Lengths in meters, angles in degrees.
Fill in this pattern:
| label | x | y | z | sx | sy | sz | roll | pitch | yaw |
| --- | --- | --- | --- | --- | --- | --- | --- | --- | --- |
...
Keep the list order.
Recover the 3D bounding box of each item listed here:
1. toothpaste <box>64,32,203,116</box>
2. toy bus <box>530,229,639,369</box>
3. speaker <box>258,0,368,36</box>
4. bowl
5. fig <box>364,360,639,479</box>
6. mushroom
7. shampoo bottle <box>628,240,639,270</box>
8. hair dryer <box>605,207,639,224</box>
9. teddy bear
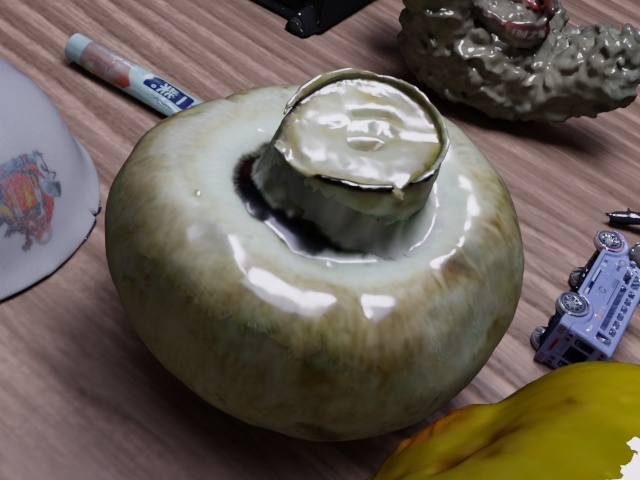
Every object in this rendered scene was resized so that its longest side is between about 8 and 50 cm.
| label | x | y | z | sx | sy | sz | roll | pitch | yaw |
| --- | --- | --- | --- | --- | --- | --- | --- | --- | --- |
| toothpaste | -0.215 | -0.188 | 0.977 | 0.205 | 0.036 | 0.056 | 30 | 46 | 10 |
| toy bus | 0.281 | 0.065 | 0.828 | 0.076 | 0.073 | 0.167 | 33 | 49 | 14 |
| speaker | -0.020 | -0.454 | 1.197 | 0.232 | 0.184 | 0.254 | 31 | 49 | 16 |
| bowl | -0.381 | -0.102 | 0.753 | 0.345 | 0.157 | 0.345 | 8 | 43 | -7 |
| fig | 0.140 | 0.249 | 0.423 | 0.343 | 0.343 | 0.343 | 8 | 44 | -8 |
| mushroom | 0.000 | 0.000 | 0.680 | 0.352 | 0.260 | 0.352 | 8 | 49 | -9 |
| shampoo bottle | 0.396 | 0.067 | 0.880 | 0.080 | 0.040 | 0.165 | -14 | 50 | -26 |
| hair dryer | 0.502 | 0.039 | 0.928 | 0.359 | 0.120 | 0.304 | 14 | 57 | 13 |
| teddy bear | 0.253 | -0.322 | 1.125 | 0.357 | 0.224 | 0.367 | 27 | 41 | -8 |
